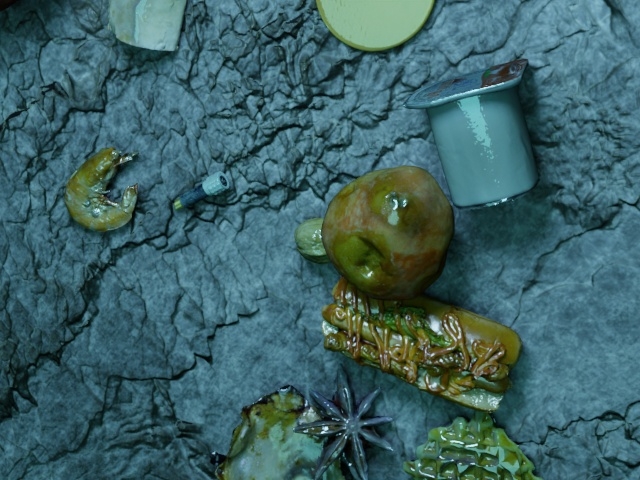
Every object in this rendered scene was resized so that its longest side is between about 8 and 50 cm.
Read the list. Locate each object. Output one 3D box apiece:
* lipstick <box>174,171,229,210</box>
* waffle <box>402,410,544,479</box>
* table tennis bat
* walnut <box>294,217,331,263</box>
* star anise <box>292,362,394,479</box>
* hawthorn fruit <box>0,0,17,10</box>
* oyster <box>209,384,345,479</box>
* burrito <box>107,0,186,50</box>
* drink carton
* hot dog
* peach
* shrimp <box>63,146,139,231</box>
[{"bbox_3d":[-0.217,-0.083,1.937,0.116,0.037,0.037,-25,94,25],"label":"lipstick"},{"bbox_3d":[0.261,0.414,1.895,0.204,0.054,0.223,-40,90,21],"label":"waffle"},{"bbox_3d":[0.109,-0.455,1.744,0.198,0.050,0.321,27,112,8],"label":"table tennis bat"},{"bbox_3d":[0.000,0.000,1.865,0.092,0.092,0.092,4,104,16],"label":"walnut"},{"bbox_3d":[0.040,0.330,1.921,0.181,0.061,0.204,-31,90,-13],"label":"star anise"},{"bbox_3d":[-0.610,-0.581,1.727,0.472,0.472,0.471,4,104,16],"label":"hawthorn fruit"},{"bbox_3d":[-0.042,0.444,1.956,0.221,0.096,0.361,-32,97,-14],"label":"oyster"},{"bbox_3d":[-0.286,-0.472,1.832,0.143,0.105,0.299,14,108,17],"label":"burrito"},{"bbox_3d":[0.248,-0.165,1.713,0.191,0.185,0.189,-13,110,18],"label":"drink carton"},{"bbox_3d":[0.163,0.171,1.835,0.349,0.117,0.158,22,107,11],"label":"hot dog"},{"bbox_3d":[0.110,-0.022,1.742,0.214,0.235,0.214,2,64,-5],"label":"peach"},{"bbox_3d":[-0.384,-0.093,1.983,0.132,0.051,0.187,39,118,-8],"label":"shrimp"}]
